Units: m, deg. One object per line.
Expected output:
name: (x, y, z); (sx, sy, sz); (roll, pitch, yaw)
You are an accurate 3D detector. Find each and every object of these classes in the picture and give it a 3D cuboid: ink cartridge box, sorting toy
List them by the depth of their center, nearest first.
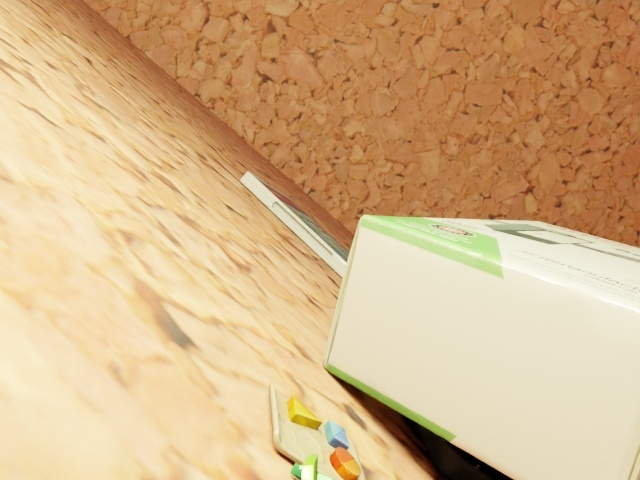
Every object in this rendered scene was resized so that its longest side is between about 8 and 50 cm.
sorting toy: (0.002, 0.097, 0.297); (0.062, 0.012, 0.083); (41, 4, -13)
ink cartridge box: (0.180, 0.064, 0.490); (0.211, 0.121, 0.289); (21, 15, 39)

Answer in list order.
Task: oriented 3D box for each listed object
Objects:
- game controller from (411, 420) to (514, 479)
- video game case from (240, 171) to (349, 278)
game controller: (0.117, 0.133, 0.582); (0.166, 0.067, 0.319); (40, 4, -19)
video game case: (0.000, 0.000, 1.127); (0.285, 0.025, 0.204); (43, 5, 19)
